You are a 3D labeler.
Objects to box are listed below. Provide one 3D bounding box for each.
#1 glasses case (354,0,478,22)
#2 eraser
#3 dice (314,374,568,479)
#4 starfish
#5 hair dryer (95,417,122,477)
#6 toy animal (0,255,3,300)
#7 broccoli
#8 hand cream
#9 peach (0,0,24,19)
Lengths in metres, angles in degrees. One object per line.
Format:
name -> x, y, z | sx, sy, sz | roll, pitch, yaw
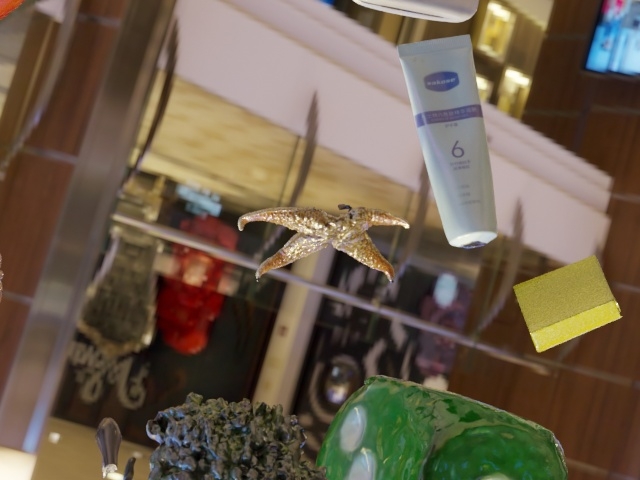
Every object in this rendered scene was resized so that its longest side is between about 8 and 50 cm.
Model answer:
glasses case -> 0.151, -0.416, 1.927 | 0.233, 0.092, 0.059 | 5, 163, -19
eraser -> 0.329, 0.083, 1.568 | 0.122, 0.097, 0.045 | -23, 126, 10
dice -> 0.174, 0.379, 1.764 | 0.287, 0.297, 0.300 | 19, 171, -26
starfish -> -0.001, 0.000, 1.629 | 0.247, 0.050, 0.138 | 3, 137, -14
hair dryer -> -0.253, 0.263, 1.402 | 0.031, 0.083, 0.079 | 0, -143, -12
toy animal -> -0.419, 0.039, 1.400 | 0.083, 0.089, 0.150 | 5, 133, 17
broccoli -> -0.079, 0.270, 1.101 | 0.177, 0.199, 0.275 | 11, 151, 10
hand cream -> 0.191, -0.142, 1.691 | 0.109, 0.321, 0.067 | -9, 164, -1
peach -> -0.315, -0.276, 0.861 | 0.281, 0.281, 0.238 | 12, -146, 38
